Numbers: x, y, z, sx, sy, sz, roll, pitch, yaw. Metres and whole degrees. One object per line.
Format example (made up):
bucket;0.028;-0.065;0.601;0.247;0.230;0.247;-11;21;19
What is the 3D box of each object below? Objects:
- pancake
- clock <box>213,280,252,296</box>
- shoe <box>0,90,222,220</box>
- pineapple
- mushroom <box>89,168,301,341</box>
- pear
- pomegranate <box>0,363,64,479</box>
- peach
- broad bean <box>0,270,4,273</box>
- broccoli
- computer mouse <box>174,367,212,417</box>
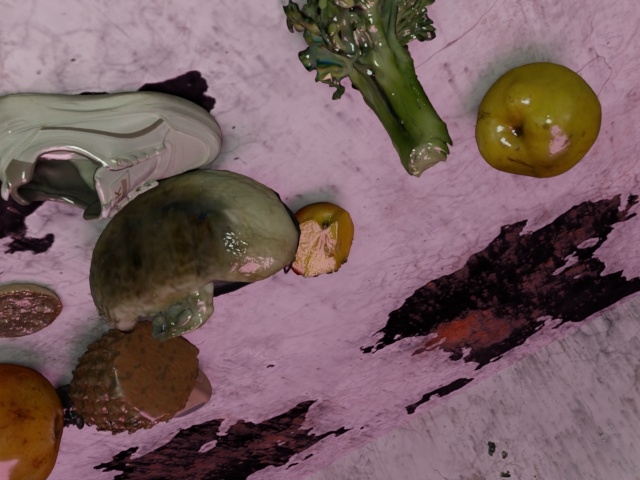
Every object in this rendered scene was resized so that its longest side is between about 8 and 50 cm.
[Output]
pancake;-0.507;0.119;1.143;0.152;0.025;0.151;-19;150;-11
clock;-0.177;0.020;1.208;0.226;0.049;0.226;-17;147;-11
shoe;-0.259;-0.094;0.868;0.316;0.159;0.124;-3;142;-27
pineapple;-0.408;0.282;1.338;0.362;0.202;0.202;-24;155;38
mushroom;-0.204;0.015;0.988;0.344;0.247;0.130;-13;149;30
pear;0.357;-0.196;1.130;0.200;0.200;0.200;-18;149;-11
pomegranate;-0.587;0.348;1.212;0.264;0.264;0.264;-18;149;-11
peach;-0.002;-0.007;1.230;0.151;0.118;0.151;-10;118;-20
broad bean;-0.578;0.010;0.898;0.098;0.056;0.318;-31;152;14
broccoli;0.074;-0.224;0.795;0.177;0.275;0.198;-20;138;-5
computer mouse;-0.333;0.319;1.518;0.145;0.082;0.236;-28;147;7
